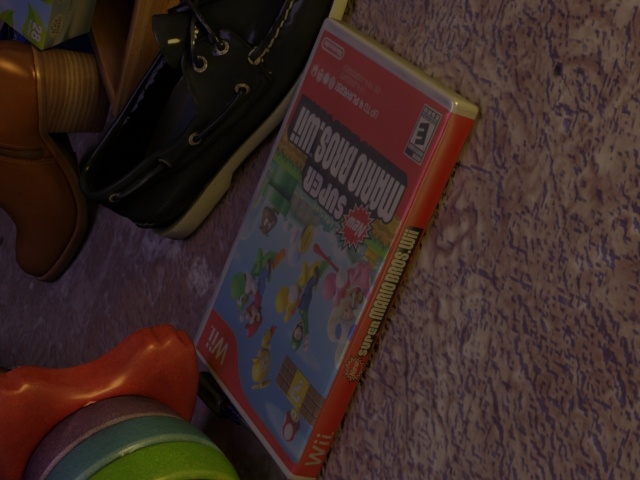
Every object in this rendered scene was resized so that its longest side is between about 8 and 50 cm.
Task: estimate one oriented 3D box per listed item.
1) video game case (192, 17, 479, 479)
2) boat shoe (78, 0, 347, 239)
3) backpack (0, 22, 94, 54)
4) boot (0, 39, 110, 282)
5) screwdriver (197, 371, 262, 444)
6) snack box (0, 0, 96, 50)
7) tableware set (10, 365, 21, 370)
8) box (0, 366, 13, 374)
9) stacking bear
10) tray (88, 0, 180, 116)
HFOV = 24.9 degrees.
[{"bbox_3d":[0.000,0.000,1.042,0.204,0.025,0.285,44,115,55],"label":"video game case"},{"bbox_3d":[-0.094,-0.141,1.165,0.340,0.113,0.127,-50,40,36],"label":"boat shoe"},{"bbox_3d":[-0.292,-0.174,1.517,0.101,0.098,0.120,43,114,52],"label":"backpack"},{"bbox_3d":[-0.332,-0.071,1.396,0.283,0.220,0.109,114,146,-44],"label":"boot"},{"bbox_3d":[-0.050,0.140,1.080,0.170,0.025,0.024,33,106,49],"label":"screwdriver"},{"bbox_3d":[-0.287,-0.304,1.323,0.207,0.070,0.174,36,132,18],"label":"snack box"},{"bbox_3d":[-0.355,0.206,1.535,0.168,0.020,0.141,-14,66,55],"label":"tableware set"},{"bbox_3d":[-0.361,0.204,1.403,0.381,0.143,0.191,5,79,56],"label":"box"},{"bbox_3d":[-0.107,0.219,1.006,0.289,0.175,0.164,47,145,43],"label":"stacking bear"},{"bbox_3d":[-0.125,-0.330,1.249,0.203,0.076,0.411,-114,33,-46],"label":"tray"}]
